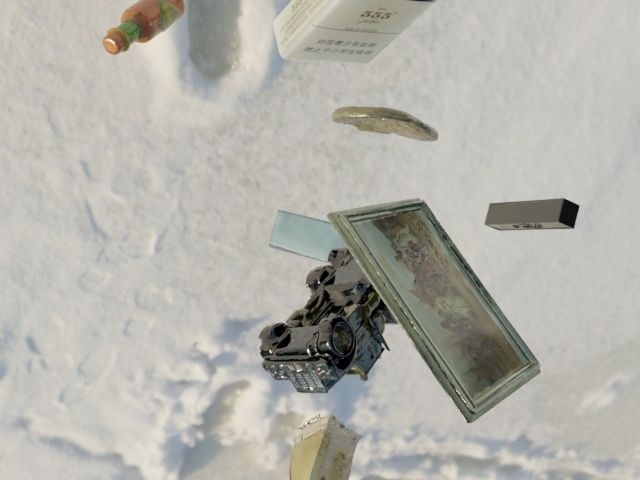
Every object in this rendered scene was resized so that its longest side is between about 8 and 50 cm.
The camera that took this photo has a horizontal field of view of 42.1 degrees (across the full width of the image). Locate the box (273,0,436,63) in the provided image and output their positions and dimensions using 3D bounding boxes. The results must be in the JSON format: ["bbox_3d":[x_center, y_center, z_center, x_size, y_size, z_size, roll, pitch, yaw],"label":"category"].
[{"bbox_3d":[0.064,-0.340,1.157,0.168,0.071,0.259,-4,162,-33],"label":"box"}]

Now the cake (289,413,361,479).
[{"bbox_3d":[0.002,0.224,0.772,0.052,0.121,0.065,37,117,-23],"label":"cake"}]

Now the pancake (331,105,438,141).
[{"bbox_3d":[0.138,-0.245,1.731,0.236,0.222,0.042,11,88,-33],"label":"pancake"}]

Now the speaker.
[{"bbox_3d":[0.368,-0.043,1.463,0.040,0.191,0.046,21,80,-27],"label":"speaker"}]

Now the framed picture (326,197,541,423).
[{"bbox_3d":[0.140,0.064,0.957,0.017,0.274,0.217,-43,165,32],"label":"framed picture"}]

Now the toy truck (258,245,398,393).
[{"bbox_3d":[0.038,0.100,1.060,0.127,0.257,0.127,-8,114,38],"label":"toy truck"}]

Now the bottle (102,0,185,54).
[{"bbox_3d":[-0.309,-0.375,1.436,0.069,0.187,0.069,18,135,19],"label":"bottle"}]

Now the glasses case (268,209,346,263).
[{"bbox_3d":[0.000,0.000,2.142,0.056,0.266,0.105,15,90,-62],"label":"glasses case"}]
